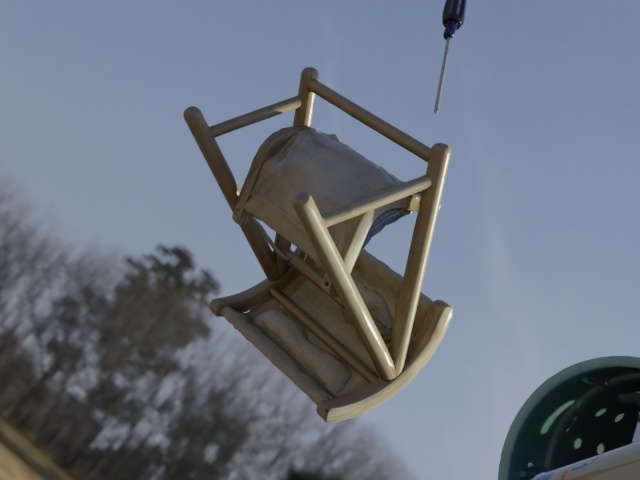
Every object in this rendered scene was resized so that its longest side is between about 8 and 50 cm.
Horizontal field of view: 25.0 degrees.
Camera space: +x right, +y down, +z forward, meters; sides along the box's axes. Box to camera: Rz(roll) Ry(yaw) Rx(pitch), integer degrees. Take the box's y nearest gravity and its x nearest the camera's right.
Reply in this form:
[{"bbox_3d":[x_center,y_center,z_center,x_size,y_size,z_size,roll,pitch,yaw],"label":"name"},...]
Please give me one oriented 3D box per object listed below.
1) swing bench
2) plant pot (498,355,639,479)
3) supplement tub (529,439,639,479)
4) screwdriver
[{"bbox_3d":[0.000,0.000,1.431,0.253,0.165,0.255,38,-38,50],"label":"swing bench"},{"bbox_3d":[0.461,0.320,1.866,0.341,0.341,0.334,32,16,35],"label":"plant pot"},{"bbox_3d":[0.308,0.236,1.028,0.316,0.228,0.228,-25,-57,30],"label":"supplement tub"},{"bbox_3d":[0.122,-0.190,1.412,0.024,0.170,0.025,-13,-48,32],"label":"screwdriver"}]
